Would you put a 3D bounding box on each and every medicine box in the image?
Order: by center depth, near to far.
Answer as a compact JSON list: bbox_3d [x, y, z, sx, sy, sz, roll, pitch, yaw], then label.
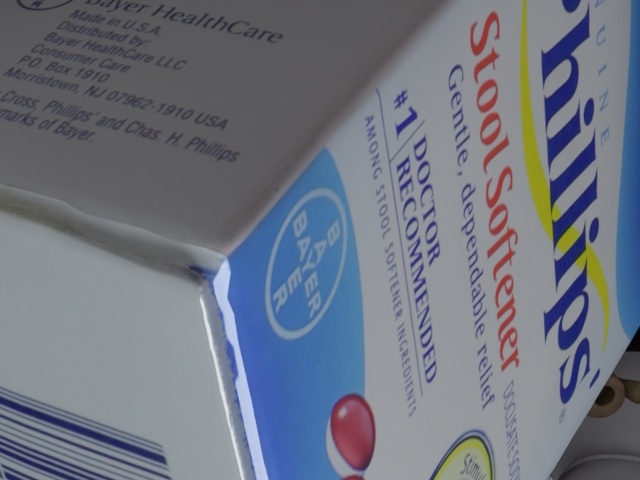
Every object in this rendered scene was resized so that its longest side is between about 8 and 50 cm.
[{"bbox_3d":[0.000,0.000,0.621,0.289,0.149,0.263,-50,144,-38],"label":"medicine box"}]

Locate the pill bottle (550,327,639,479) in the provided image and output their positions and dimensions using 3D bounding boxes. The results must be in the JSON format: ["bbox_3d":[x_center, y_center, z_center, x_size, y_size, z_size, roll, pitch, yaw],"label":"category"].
[{"bbox_3d":[0.261,0.090,1.121,0.323,0.181,0.181,-56,143,-38],"label":"pill bottle"}]

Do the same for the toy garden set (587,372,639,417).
[{"bbox_3d":[0.190,0.017,0.930,0.049,0.244,0.204,-118,-158,-64],"label":"toy garden set"}]
